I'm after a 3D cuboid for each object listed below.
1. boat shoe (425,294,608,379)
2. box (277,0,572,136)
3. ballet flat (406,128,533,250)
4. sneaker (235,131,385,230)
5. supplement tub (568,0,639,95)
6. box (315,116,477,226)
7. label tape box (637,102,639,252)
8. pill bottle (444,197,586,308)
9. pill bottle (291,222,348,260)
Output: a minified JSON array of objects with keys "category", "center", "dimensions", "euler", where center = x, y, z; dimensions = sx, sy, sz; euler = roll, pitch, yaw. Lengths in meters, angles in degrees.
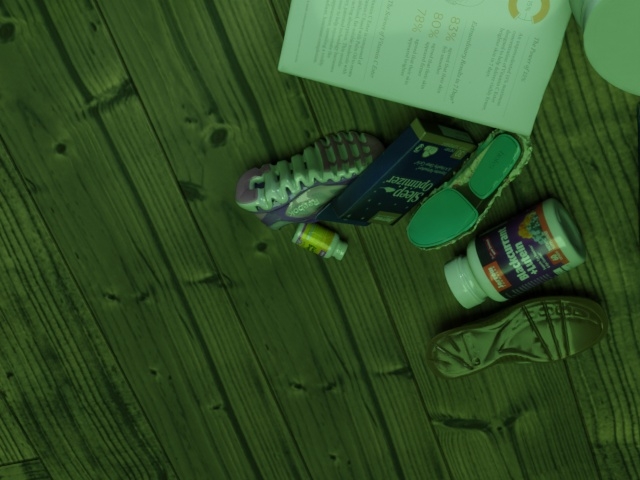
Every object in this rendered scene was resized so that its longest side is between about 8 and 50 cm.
[{"category":"boat shoe","center":[0.307,0.146,1.702],"dimensions":[0.285,0.089,0.105],"euler":[-13,90,14]},{"category":"box","center":[0.142,-0.303,1.419],"dimensions":[0.345,0.168,0.215],"euler":[15,121,2]},{"category":"ballet flat","center":[0.227,-0.072,1.586],"dimensions":[0.241,0.077,0.091],"euler":[-44,78,28]},{"category":"sneaker","center":[-0.005,-0.081,1.623],"dimensions":[0.236,0.095,0.105],"euler":[-20,131,13]},{"category":"supplement tub","center":[0.400,-0.349,1.217],"dimensions":[0.240,0.331,0.241],"euler":[7,147,5]},{"category":"box","center":[0.109,-0.084,1.578],"dimensions":[0.225,0.136,0.037],"euler":[-43,61,29]},{"category":"label tape box","center":[0.621,-0.072,1.494],"dimensions":[0.347,0.115,0.249],"euler":[-3,119,14]},{"category":"pill bottle","center":[0.286,0.026,1.613],"dimensions":[0.193,0.108,0.108],"euler":[-29,110,24]},{"category":"pill bottle","center":[0.000,0.000,1.689],"dimensions":[0.083,0.043,0.043],"euler":[25,121,-4]}]
